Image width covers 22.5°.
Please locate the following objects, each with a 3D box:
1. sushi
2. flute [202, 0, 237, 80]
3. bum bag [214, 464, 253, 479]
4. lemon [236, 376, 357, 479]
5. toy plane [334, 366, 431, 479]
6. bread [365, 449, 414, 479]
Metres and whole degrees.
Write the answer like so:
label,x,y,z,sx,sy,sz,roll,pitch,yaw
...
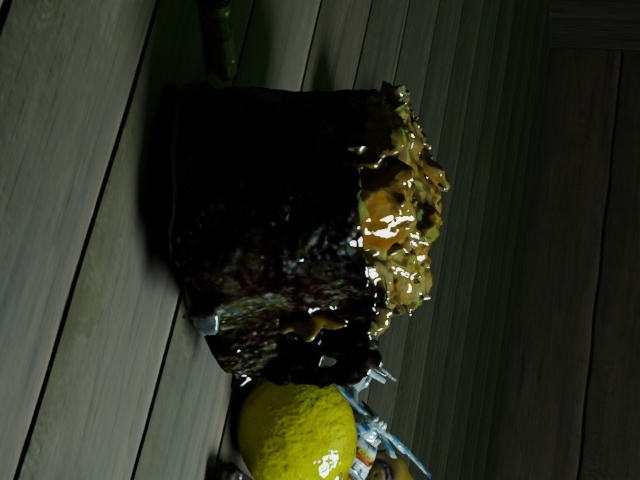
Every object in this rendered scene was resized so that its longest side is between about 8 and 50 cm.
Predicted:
label,x,y,z,sx,sy,sz,roll,pitch,yaw
sushi,0.000,0.000,1.276,0.348,0.207,0.234,17,70,-80
flute,-0.084,-0.224,1.221,0.027,0.027,0.233,-70,160,-51
bum bag,-0.079,0.259,1.423,0.159,0.026,0.109,68,29,-75
lemon,-0.021,0.173,1.444,0.133,0.109,0.109,62,5,15
toy plane,0.024,0.204,1.787,0.182,0.107,0.273,37,15,-28
bread,0.089,0.360,2.070,0.225,0.081,0.134,70,26,-61
